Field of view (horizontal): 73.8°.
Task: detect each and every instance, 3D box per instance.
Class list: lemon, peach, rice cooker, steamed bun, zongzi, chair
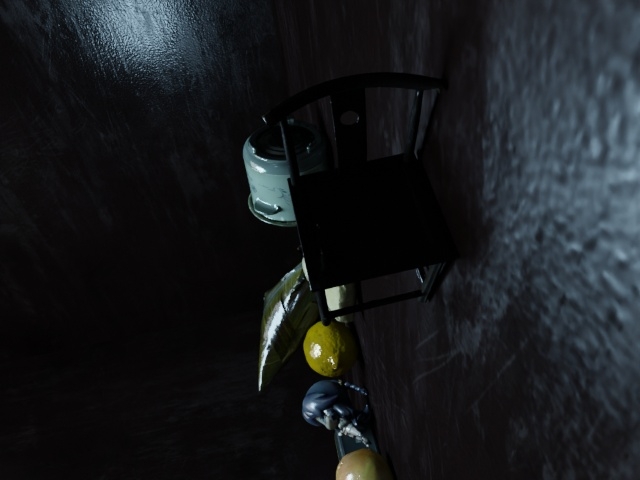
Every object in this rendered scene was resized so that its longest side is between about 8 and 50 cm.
[{"bbox_3d":[0.033,0.373,1.485,0.257,0.188,0.188,-143,41,-72],"label":"lemon"},{"bbox_3d":[0.130,0.695,1.227,0.184,0.184,0.184,169,90,-86],"label":"peach"},{"bbox_3d":[-0.094,-0.188,1.273,0.316,0.264,0.316,-48,-31,-42],"label":"rice cooker"},{"bbox_3d":[0.036,0.087,1.207,0.212,0.111,0.231,39,143,48],"label":"steamed bun"},{"bbox_3d":[-0.087,0.286,1.527,0.403,0.208,0.432,-46,22,39],"label":"zongzi"},{"bbox_3d":[0.047,-0.023,0.443,0.260,0.155,0.141,80,177,-63],"label":"chair"}]

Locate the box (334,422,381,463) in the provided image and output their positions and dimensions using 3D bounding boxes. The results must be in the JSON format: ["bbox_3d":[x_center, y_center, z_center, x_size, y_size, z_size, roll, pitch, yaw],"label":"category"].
[{"bbox_3d":[0.131,0.730,1.516,0.201,0.145,0.090,-104,8,-53],"label":"box"}]

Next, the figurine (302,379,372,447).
[{"bbox_3d":[0.068,0.593,1.484,0.197,0.265,0.175,-56,-25,-56],"label":"figurine"}]

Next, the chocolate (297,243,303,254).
[{"bbox_3d":[0.000,0.000,1.640,0.156,0.156,0.133,94,-165,-77],"label":"chocolate"}]

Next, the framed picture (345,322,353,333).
[{"bbox_3d":[0.115,0.354,1.625,0.142,0.011,0.183,84,173,-55],"label":"framed picture"}]
